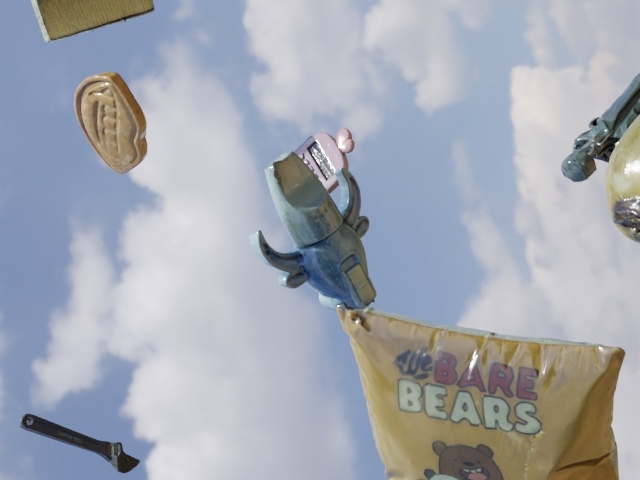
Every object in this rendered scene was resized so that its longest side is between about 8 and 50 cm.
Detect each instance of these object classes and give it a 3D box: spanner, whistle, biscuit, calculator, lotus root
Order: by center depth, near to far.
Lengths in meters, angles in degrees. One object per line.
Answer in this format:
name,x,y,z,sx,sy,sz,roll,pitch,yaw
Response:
lotus root,0.382,-0.099,1.009,0.278,0.154,0.154,-39,-59,-18
whistle,0.000,0.000,1.445,0.180,0.093,0.269,-37,-69,-26
calculator,-0.008,-0.112,1.669,0.024,0.166,0.103,24,-149,-53
spanner,-0.394,0.330,1.723,0.012,0.208,0.046,104,-174,-79
biscuit,-0.344,-0.193,1.725,0.029,0.142,0.220,-49,-17,-34
biscuit,-0.385,-0.414,1.769,0.199,0.040,0.121,-23,-78,-28

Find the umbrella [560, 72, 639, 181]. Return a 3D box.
umbrella,0.503,-0.197,1.667,0.349,0.143,0.094,-42,-88,-26

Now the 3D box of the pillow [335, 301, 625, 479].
pillow,0.182,0.212,1.143,0.119,0.310,0.312,-46,-47,-44
